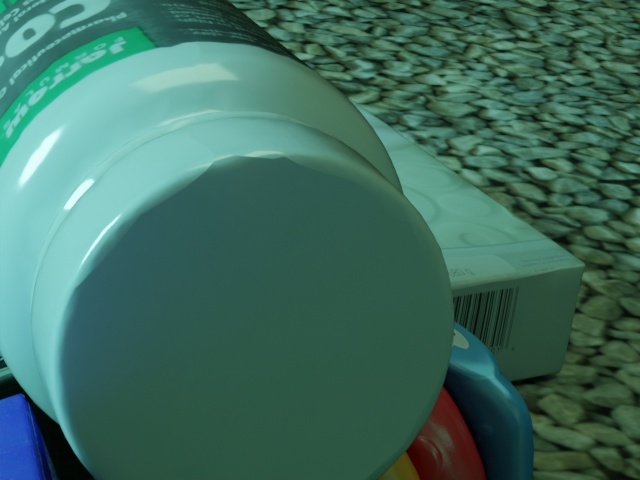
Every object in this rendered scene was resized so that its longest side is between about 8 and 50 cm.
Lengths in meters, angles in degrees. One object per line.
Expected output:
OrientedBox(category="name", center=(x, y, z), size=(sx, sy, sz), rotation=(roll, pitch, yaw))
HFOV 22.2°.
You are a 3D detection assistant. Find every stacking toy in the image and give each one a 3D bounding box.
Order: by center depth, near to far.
OrientedBox(category="stacking toy", center=(-0.043, 0.158, 0.838), size=(0.302, 0.165, 0.175), rotation=(-29, 43, -36))

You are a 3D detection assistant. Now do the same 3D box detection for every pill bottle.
OrientedBox(category="pill bottle", center=(-0.076, -0.015, 0.814), size=(0.204, 0.204, 0.361), rotation=(0, 19, -19))

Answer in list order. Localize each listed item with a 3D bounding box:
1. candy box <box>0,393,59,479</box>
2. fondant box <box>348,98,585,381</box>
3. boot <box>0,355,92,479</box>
OrientedBox(category="candy box", center=(-0.199, 0.183, 0.543), size=(0.268, 0.122, 0.317), rotation=(-20, 12, -9))
OrientedBox(category="fondant box", center=(0.000, 0.000, 1.223), size=(0.238, 0.096, 0.330), rotation=(-7, 28, -30))
OrientedBox(category="boot", center=(-0.177, 0.072, 1.033), size=(0.236, 0.085, 0.178), rotation=(-15, 29, -41))
